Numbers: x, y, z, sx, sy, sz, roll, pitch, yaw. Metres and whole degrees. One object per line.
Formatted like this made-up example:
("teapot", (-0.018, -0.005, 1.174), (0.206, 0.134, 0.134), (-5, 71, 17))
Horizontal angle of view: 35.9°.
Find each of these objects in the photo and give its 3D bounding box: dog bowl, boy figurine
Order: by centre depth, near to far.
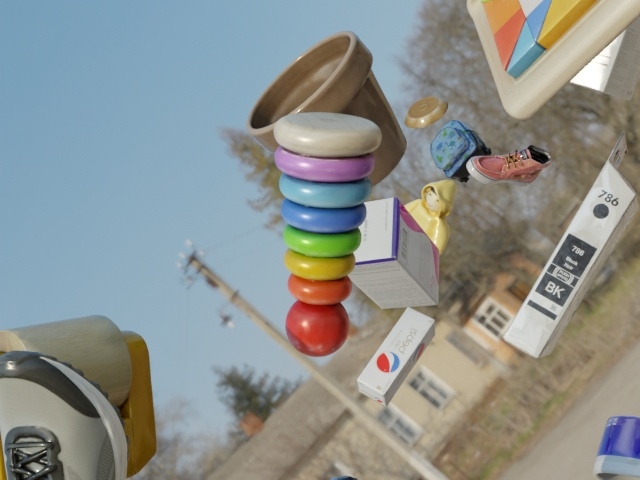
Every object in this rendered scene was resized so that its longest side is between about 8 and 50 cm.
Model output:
("dog bowl", (0.614, 0.395, 1.706), (0.265, 0.265, 0.104), (89, -159, -73))
("boy figurine", (0.241, -0.023, 2.373), (0.092, 0.177, 0.285), (1, -45, -42))

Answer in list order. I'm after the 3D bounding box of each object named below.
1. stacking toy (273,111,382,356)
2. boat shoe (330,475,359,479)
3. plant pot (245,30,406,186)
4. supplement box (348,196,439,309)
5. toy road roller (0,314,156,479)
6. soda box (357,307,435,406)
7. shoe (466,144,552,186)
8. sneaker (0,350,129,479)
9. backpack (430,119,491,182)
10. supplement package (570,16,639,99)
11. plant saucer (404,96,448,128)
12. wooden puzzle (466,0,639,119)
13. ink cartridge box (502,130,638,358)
("stacking toy", (0.000, 0.000, 1.333), (0.141, 0.141, 0.330), (-31, -51, -59))
("boat shoe", (0.080, 0.375, 1.136), (0.089, 0.258, 0.109), (-9, -51, -17))
("plant pot", (0.031, -0.211, 1.808), (0.263, 0.229, 0.263), (-35, 25, 19))
("supplement box", (0.118, 0.027, 1.681), (0.220, 0.114, 0.111), (43, -135, -54))
("toy road roller", (-0.341, 0.255, 1.173), (0.203, 0.241, 0.329), (-6, -85, -47))
("soda box", (0.170, 0.257, 2.191), (0.216, 0.074, 0.069), (-52, -26, -25))
("shoe", (0.369, -0.152, 1.922), (0.178, 0.063, 0.081), (5, -36, -37))
("sneaker", (-0.220, 0.221, 0.844), (0.100, 0.271, 0.108), (-7, 17, 25))
("backpack", (0.285, -0.196, 2.081), (0.084, 0.114, 0.105), (18, -57, -36))
("supplement package", (0.559, -0.445, 2.015), (0.199, 0.198, 0.262), (-4, -67, -58))
("plant saucer", (0.184, -0.230, 1.742), (0.083, 0.083, 0.015), (-47, -54, -20))
("wooden puzzle", (0.275, -0.296, 1.202), (0.044, 0.238, 0.221), (22, -51, -32))
("ink cartridge box", (0.379, 0.013, 1.418), (0.332, 0.065, 0.165), (-62, -19, 6))
